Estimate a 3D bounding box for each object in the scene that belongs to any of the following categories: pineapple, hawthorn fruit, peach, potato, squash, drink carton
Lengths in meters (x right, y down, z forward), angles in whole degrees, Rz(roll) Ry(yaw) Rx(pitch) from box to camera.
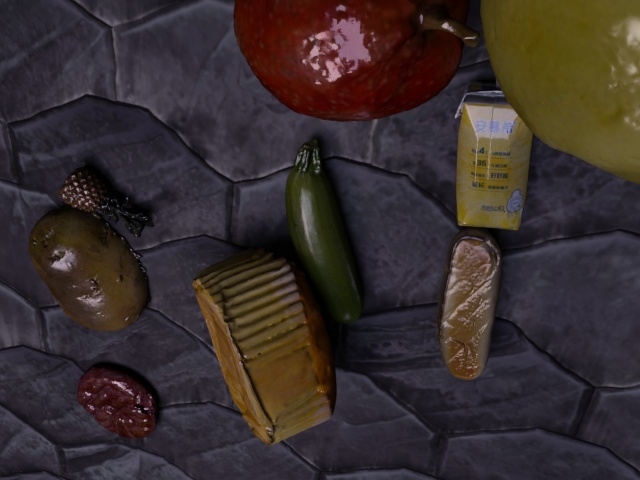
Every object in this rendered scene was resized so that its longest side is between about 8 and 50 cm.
[{"bbox_3d":[-0.283,-0.043,1.003,0.124,0.058,0.058,37,127,-7],"label":"pineapple"},{"bbox_3d":[0.042,-0.198,0.665,0.253,0.205,0.205,16,134,49],"label":"hawthorn fruit"},{"bbox_3d":[0.269,-0.178,0.534,0.281,0.314,0.315,51,160,-20],"label":"peach"},{"bbox_3d":[-0.336,0.052,1.074,0.164,0.081,0.200,-14,119,27],"label":"potato"},{"bbox_3d":[0.000,0.000,0.923,0.066,0.066,0.252,-5,120,23],"label":"squash"},{"bbox_3d":[0.181,-0.111,0.777,0.084,0.074,0.200,6,126,16],"label":"drink carton"}]

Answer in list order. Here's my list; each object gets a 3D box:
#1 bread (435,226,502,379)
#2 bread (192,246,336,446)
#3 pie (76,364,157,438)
[{"bbox_3d":[0.178,0.074,0.915,0.073,0.053,0.214,6,122,11],"label":"bread"},{"bbox_3d":[-0.063,0.132,0.962,0.133,0.179,0.250,-23,110,-15],"label":"bread"},{"bbox_3d":[-0.332,0.267,1.243,0.154,0.036,0.154,10,126,13],"label":"pie"}]
